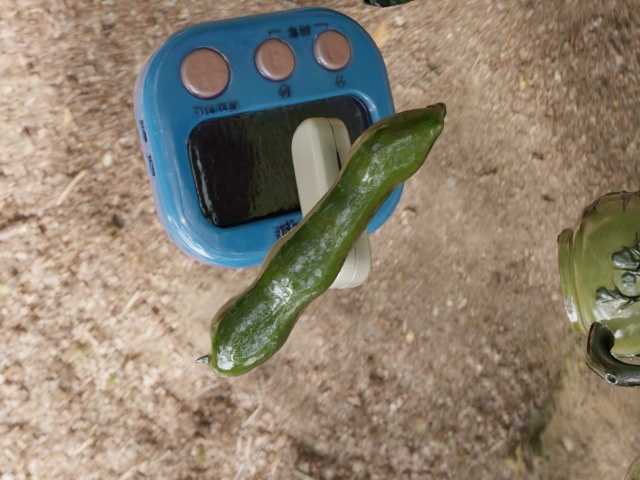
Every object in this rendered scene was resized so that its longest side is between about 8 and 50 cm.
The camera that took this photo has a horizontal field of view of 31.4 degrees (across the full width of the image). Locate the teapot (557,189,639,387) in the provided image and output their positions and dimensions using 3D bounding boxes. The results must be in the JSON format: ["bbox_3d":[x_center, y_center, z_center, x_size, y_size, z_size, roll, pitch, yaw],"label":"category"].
[{"bbox_3d":[0.350,0.042,1.188,0.182,0.269,0.173,-9,131,24],"label":"teapot"}]

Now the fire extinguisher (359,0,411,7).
[{"bbox_3d":[0.074,-0.469,1.514,0.095,0.114,0.311,-6,116,10],"label":"fire extinguisher"}]

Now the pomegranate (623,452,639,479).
[{"bbox_3d":[0.644,0.440,1.979,0.247,0.202,0.202,8,110,-13],"label":"pomegranate"}]

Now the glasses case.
[{"bbox_3d":[0.011,-0.043,1.286,0.050,0.083,0.196,-3,75,-26],"label":"glasses case"}]

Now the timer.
[{"bbox_3d":[-0.064,-0.132,1.464,0.340,0.115,0.309,-14,93,-24],"label":"timer"}]

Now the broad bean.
[{"bbox_3d":[0.000,0.000,0.797,0.052,0.053,0.256,40,100,7],"label":"broad bean"}]
